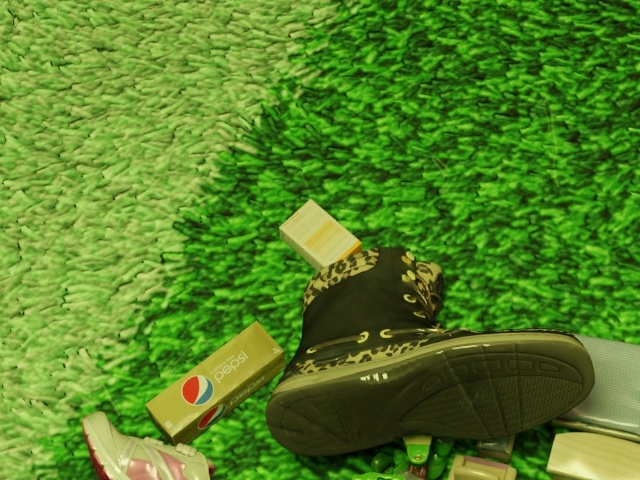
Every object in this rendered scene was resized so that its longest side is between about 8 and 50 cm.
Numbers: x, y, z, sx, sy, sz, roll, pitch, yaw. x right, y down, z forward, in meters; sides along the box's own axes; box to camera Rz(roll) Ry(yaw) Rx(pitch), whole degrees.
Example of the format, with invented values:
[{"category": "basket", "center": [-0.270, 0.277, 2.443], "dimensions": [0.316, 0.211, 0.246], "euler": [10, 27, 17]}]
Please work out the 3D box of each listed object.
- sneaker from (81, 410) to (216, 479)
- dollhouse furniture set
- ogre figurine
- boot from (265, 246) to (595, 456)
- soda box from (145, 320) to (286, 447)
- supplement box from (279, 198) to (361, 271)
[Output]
[{"category": "sneaker", "center": [-0.190, 0.294, 1.733], "dimensions": [0.252, 0.103, 0.111], "euler": [43, 67, 14]}, {"category": "dollhouse furniture set", "center": [0.325, 0.186, 1.698], "dimensions": [0.286, 0.198, 0.303], "euler": [12, 58, 15]}, {"category": "ogre figurine", "center": [0.098, 0.289, 1.709], "dimensions": [0.097, 0.118, 0.197], "euler": [22, 64, 17]}, {"category": "boot", "center": [0.129, 0.116, 1.707], "dimensions": [0.377, 0.138, 0.284], "euler": [-14, 28, 12]}, {"category": "soda box", "center": [-0.131, 0.185, 1.800], "dimensions": [0.181, 0.061, 0.058], "euler": [-37, 67, -16]}, {"category": "supplement box", "center": [0.000, 0.000, 1.906], "dimensions": [0.062, 0.036, 0.098], "euler": [-42, 69, -18]}]
